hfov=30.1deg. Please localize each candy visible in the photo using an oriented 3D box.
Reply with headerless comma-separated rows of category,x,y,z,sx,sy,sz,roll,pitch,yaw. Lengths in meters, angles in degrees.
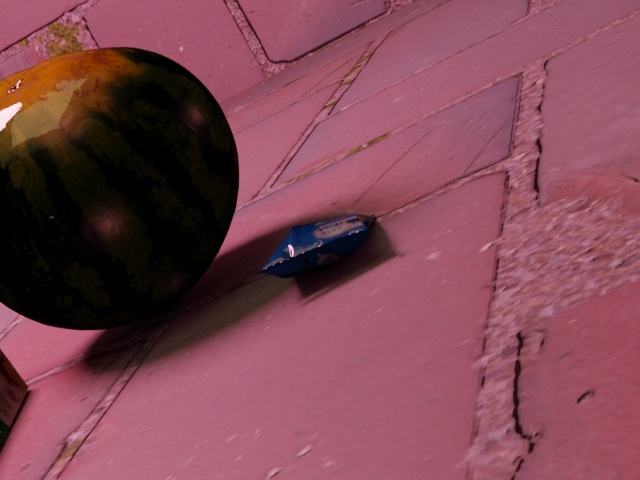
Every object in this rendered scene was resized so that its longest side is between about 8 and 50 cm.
candy,-0.001,0.000,0.925,0.088,0.038,0.136,-25,4,6

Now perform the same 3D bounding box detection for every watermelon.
watermelon,-0.201,-0.046,1.058,0.269,0.269,0.269,-28,13,7

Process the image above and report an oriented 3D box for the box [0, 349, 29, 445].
box,-0.279,0.141,0.953,0.041,0.050,0.207,-32,13,3
